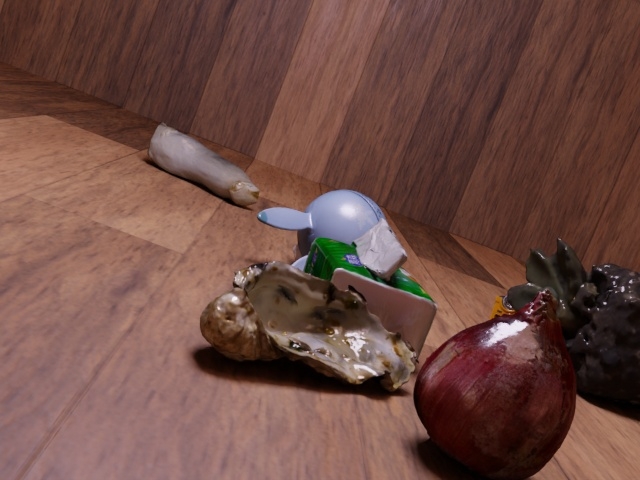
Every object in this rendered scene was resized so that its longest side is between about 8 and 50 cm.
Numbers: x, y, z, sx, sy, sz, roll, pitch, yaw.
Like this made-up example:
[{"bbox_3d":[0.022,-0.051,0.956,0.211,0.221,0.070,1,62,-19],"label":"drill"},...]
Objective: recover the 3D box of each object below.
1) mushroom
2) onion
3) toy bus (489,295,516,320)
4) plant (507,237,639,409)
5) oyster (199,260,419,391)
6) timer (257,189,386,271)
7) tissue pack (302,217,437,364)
[{"bbox_3d":[-0.273,-0.172,2.138,0.351,0.097,0.109,29,11,29],"label":"mushroom"},{"bbox_3d":[0.184,0.137,0.925,0.159,0.195,0.159,30,8,-5],"label":"onion"},{"bbox_3d":[0.405,0.156,1.781,0.162,0.074,0.069,21,0,14],"label":"toy bus"},{"bbox_3d":[0.454,0.138,1.517,0.312,0.215,0.213,25,4,-11],"label":"plant"},{"bbox_3d":[-0.011,0.112,1.041,0.294,0.094,0.166,28,23,-27],"label":"oyster"},{"bbox_3d":[-0.001,0.006,1.593,0.255,0.175,0.175,-20,31,-30],"label":"timer"},{"bbox_3d":[0.065,0.057,1.287,0.148,0.156,0.209,17,10,-11],"label":"tissue pack"}]
